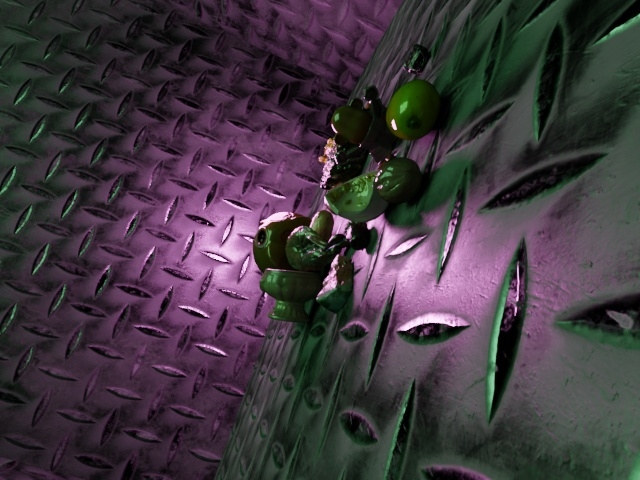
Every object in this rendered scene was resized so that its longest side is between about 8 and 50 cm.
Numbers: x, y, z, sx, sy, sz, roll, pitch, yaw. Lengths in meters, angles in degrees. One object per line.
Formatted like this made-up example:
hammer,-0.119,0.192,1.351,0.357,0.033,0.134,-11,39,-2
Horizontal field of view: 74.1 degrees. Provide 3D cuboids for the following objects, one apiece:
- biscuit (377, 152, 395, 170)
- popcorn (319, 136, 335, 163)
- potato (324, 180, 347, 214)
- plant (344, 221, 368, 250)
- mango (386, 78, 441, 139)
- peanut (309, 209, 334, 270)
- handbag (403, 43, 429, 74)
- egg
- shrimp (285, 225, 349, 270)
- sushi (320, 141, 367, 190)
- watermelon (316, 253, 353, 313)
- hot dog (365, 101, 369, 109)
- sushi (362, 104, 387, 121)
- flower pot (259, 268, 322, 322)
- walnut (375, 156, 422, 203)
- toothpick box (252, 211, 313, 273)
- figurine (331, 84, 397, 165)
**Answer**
biscuit,0.239,-0.243,1.747,0.179,0.039,0.236,-80,13,-48
popcorn,0.108,-0.551,2.658,0.180,0.217,0.234,-84,6,-47
potato,0.114,-0.207,2.087,0.298,0.141,0.175,8,79,71
plant,0.143,-0.023,1.649,0.143,0.092,0.094,-91,15,-53
mango,0.303,-0.437,1.423,0.343,0.156,0.192,-93,27,-72
peanut,0.000,0.000,2.182,0.147,0.148,0.318,-136,56,-80
handbag,0.414,-0.757,1.787,0.139,0.072,0.115,-93,27,-59
egg,0.174,-0.152,1.537,0.271,0.161,0.206,-14,17,35
shrimp,-0.027,0.029,2.026,0.446,0.110,0.220,-13,86,49
sushi,0.125,-0.425,2.385,0.352,0.178,0.293,123,164,-57
watermelon,0.075,0.150,1.687,0.154,0.095,0.241,-50,16,42
hot dog,0.268,-0.621,2.249,0.115,0.072,0.268,38,-118,-61
sushi,0.261,-0.609,2.113,0.149,0.140,0.286,125,164,-81
flower pot,-0.150,0.267,2.081,0.307,0.308,0.243,159,117,-78
walnut,0.239,-0.182,1.294,0.162,0.140,0.140,107,-177,-84
toothpick box,-0.190,0.033,2.434,0.425,0.409,0.408,153,137,-74
figurine,0.183,-0.479,1.821,0.167,0.285,0.342,-179,108,-79
